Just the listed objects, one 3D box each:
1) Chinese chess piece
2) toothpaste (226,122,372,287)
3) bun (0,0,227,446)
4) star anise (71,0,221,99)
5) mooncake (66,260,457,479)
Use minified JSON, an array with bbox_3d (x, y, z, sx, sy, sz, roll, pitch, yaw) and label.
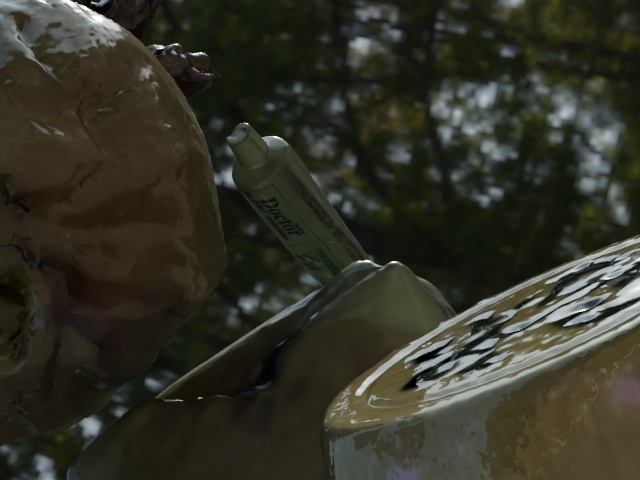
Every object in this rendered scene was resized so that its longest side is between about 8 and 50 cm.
[{"bbox_3d":[0.126,0.080,0.891,0.257,0.257,0.104,-32,-82,-43],"label":"Chinese chess piece"},{"bbox_3d":[0.000,0.000,1.201,0.041,0.064,0.218,-58,-45,-22],"label":"toothpaste"},{"bbox_3d":[-0.186,-0.005,1.146,0.281,0.205,0.281,-4,-61,-7],"label":"bun"},{"bbox_3d":[-0.173,-0.130,1.305,0.212,0.073,0.197,-8,-101,-18],"label":"star anise"},{"bbox_3d":[0.010,0.167,1.124,0.250,0.254,0.136,-32,-14,7],"label":"mooncake"}]
